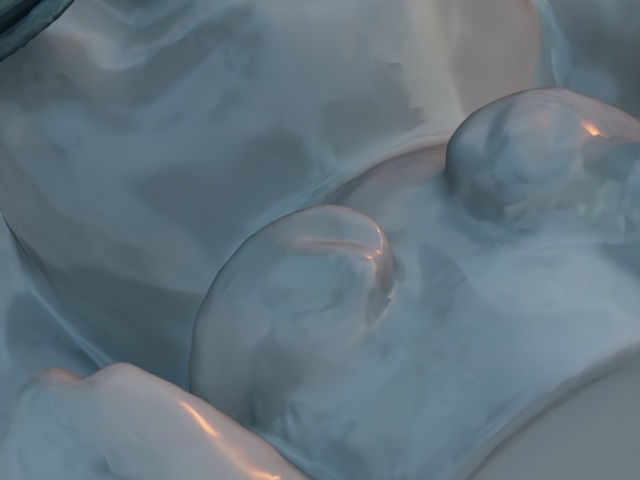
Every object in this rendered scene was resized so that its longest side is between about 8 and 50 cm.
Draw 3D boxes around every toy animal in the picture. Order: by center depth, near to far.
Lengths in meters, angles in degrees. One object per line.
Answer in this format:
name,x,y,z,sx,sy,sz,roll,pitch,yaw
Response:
toy animal,0.000,0.000,0.532,0.272,0.206,0.265,-34,47,-9

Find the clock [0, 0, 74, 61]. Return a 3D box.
clock,-0.130,-0.132,0.426,0.226,0.226,0.049,0,35,14
